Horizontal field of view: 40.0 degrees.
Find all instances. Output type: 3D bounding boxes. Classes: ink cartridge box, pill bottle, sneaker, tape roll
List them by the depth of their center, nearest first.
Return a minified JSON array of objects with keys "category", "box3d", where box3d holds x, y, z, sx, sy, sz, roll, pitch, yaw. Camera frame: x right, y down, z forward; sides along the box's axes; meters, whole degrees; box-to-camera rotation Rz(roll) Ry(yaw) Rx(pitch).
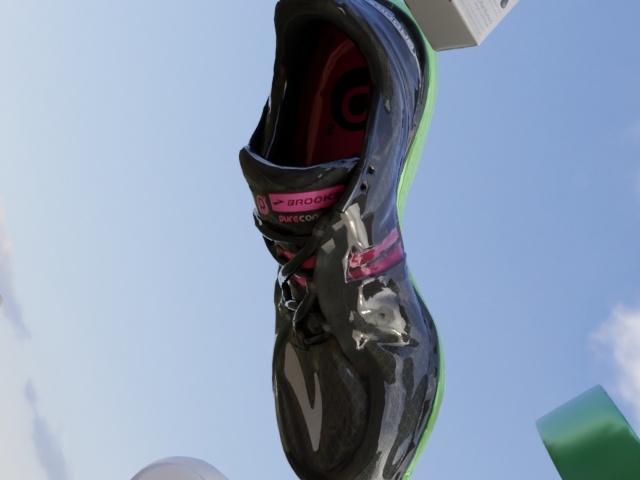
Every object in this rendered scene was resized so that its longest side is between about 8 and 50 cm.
[{"category":"ink cartridge box","box3d":[0.127,-0.237,0.722,0.056,0.135,0.099,9,-37,55]},{"category":"pill bottle","box3d":[-0.124,0.252,0.789,0.193,0.108,0.108,93,-27,-71]},{"category":"sneaker","box3d":[0.000,0.000,0.792,0.185,0.202,0.483,-6,-99,32]},{"category":"tape roll","box3d":[0.318,0.290,0.813,0.321,0.077,0.321,54,9,-13]}]

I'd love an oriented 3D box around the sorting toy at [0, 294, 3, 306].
[{"category":"sorting toy","box3d":[-0.241,0.087,0.400,0.038,0.208,0.193,57,-22,-7]}]
